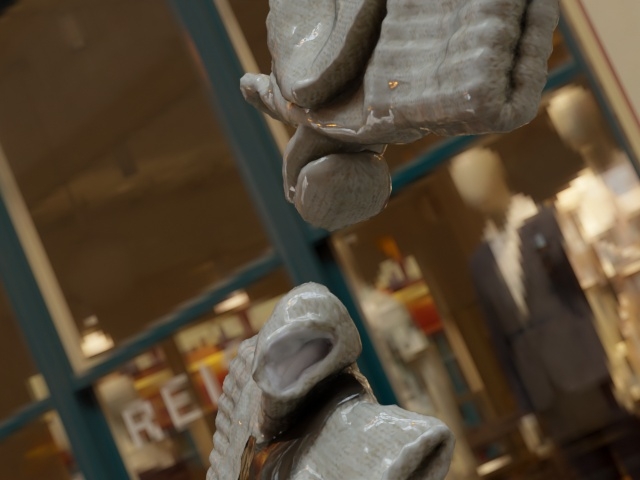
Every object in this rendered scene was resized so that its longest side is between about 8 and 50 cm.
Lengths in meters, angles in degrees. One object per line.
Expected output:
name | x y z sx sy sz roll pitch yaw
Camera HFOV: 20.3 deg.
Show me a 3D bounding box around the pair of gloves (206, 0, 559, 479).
pair of gloves | 0.000 0.000 0.489 0.042 0.240 0.204 10 8 -14
